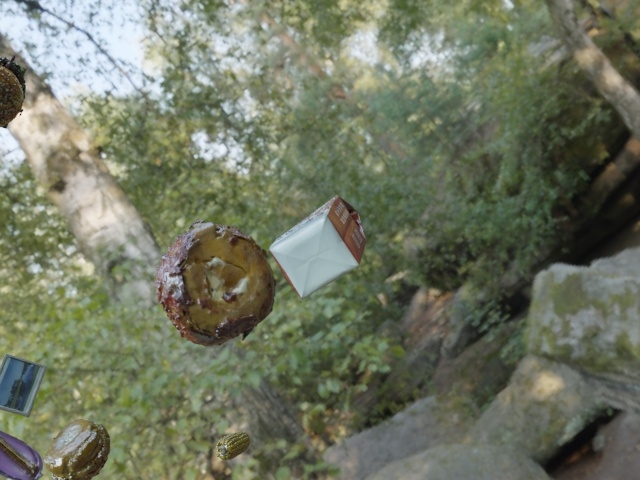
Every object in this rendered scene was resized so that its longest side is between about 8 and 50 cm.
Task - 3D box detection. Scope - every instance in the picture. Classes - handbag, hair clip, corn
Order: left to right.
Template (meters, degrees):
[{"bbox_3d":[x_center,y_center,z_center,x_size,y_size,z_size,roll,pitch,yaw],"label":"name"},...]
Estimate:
[{"bbox_3d":[-0.907,0.542,2.176,0.095,0.359,0.110,-39,12,-7],"label":"hair clip"},{"bbox_3d":[-0.255,0.596,2.301,0.068,0.068,0.207,-39,-11,4],"label":"corn"},{"bbox_3d":[0.000,0.000,1.858,0.171,0.151,0.298,-31,10,14],"label":"handbag"}]

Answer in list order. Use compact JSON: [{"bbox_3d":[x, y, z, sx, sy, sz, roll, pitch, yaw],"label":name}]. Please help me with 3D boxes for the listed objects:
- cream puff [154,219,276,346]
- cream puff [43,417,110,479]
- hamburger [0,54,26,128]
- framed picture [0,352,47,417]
[{"bbox_3d":[-0.295,0.125,2.158,0.350,0.350,0.228,-30,6,-32],"label":"cream puff"},{"bbox_3d":[-0.556,0.495,1.831,0.150,0.115,0.165,0,36,47],"label":"cream puff"},{"bbox_3d":[-0.667,-0.285,1.578,0.164,0.093,0.190,-3,-53,-33],"label":"hamburger"},{"bbox_3d":[-0.758,0.361,1.975,0.011,0.109,0.149,-52,23,44],"label":"framed picture"}]
